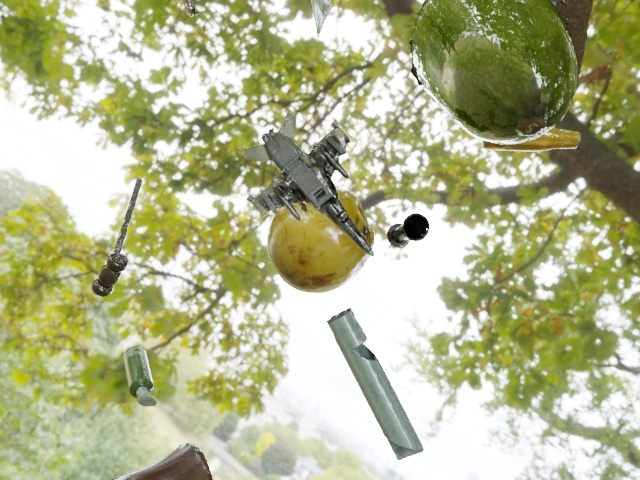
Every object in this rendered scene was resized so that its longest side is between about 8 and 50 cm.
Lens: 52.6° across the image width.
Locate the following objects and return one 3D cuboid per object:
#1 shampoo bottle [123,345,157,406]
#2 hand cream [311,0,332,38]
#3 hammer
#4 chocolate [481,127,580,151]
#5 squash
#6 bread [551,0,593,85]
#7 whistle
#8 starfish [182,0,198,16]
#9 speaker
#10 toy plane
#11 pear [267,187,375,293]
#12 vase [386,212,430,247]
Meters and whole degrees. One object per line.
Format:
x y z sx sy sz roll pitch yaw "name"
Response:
-0.456 0.345 1.635 0.065 0.065 0.204 42 3 -32 "shampoo bottle"
0.006 -0.754 2.051 0.067 0.109 0.321 15 38 -19 "hand cream"
-0.283 -0.023 0.938 0.029 0.058 0.292 30 23 -22 "hammer"
0.494 -0.242 1.524 0.219 0.086 0.086 9 -20 16 "chocolate"
0.342 -0.329 1.211 0.310 0.310 0.309 41 21 -26 "squash"
0.513 -0.519 1.424 0.165 0.113 0.417 -120 -155 -56 "bread"
0.106 0.280 1.258 0.312 0.062 0.062 63 -13 0 "whistle"
-0.258 -0.714 1.380 0.132 0.384 0.398 14 -23 23 "starfish"
-0.402 0.486 1.237 0.329 0.198 0.259 7 8 -32 "speaker"
-0.002 -0.076 1.030 0.262 0.192 0.088 49 5 8 "toy plane"
0.000 0.000 1.627 0.280 0.281 0.281 33 -12 8 "pear"
0.187 -0.019 1.400 0.059 0.059 0.167 35 -8 -2 "vase"
